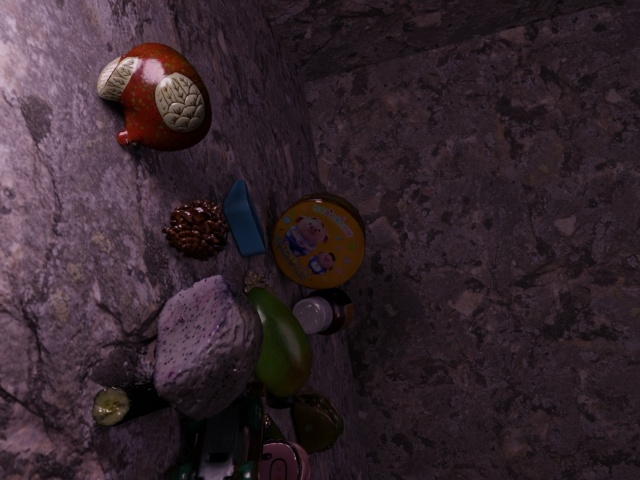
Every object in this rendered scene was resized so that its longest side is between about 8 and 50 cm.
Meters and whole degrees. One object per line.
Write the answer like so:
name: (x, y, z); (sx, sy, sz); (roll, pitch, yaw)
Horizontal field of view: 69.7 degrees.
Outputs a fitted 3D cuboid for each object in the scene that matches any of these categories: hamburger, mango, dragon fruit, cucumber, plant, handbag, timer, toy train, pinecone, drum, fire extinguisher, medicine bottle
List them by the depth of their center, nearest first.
cucumber: (-0.336, 0.312, 0.922); (0.300, 0.072, 0.072); (48, 32, -74)
dragon fruit: (-0.220, 0.226, 1.003); (0.204, 0.221, 0.283); (48, 4, -32)
toy train: (-0.220, 0.518, 1.090); (0.249, 0.178, 0.429); (84, 4, -45)
pinecone: (-0.307, -0.030, 1.166); (0.173, 0.174, 0.173); (-11, 90, -79)
handbag: (-0.122, 0.699, 1.375); (0.116, 0.179, 0.205); (77, 10, -53)
mango: (-0.152, 0.334, 1.537); (0.225, 0.201, 0.381); (-26, 95, -55)
plant: (-0.209, 0.164, 1.620); (0.104, 0.122, 0.116); (15, 71, -66)
timer: (-0.259, -0.089, 1.690); (0.250, 0.091, 0.231); (-90, 165, -59)
fire extinguisher: (-0.145, 0.464, 1.720); (0.114, 0.095, 0.311); (-46, -144, 46)
hamburger: (-0.004, 0.761, 1.928); (0.167, 0.192, 0.288); (-97, 175, -78)
drum: (0.000, 0.000, 2.075); (0.214, 0.431, 0.431); (-66, 144, -74)
medicine bottle: (0.005, 0.348, 2.267); (0.395, 0.243, 0.242); (16, 63, -65)

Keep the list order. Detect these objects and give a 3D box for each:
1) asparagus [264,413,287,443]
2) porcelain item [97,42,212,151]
asparagus: (-0.153, 0.671, 1.554); (0.067, 0.060, 0.277); (-118, -174, -50)
porcelain item: (-0.381, -0.308, 1.053); (0.253, 0.253, 0.253); (-11, 90, -79)
